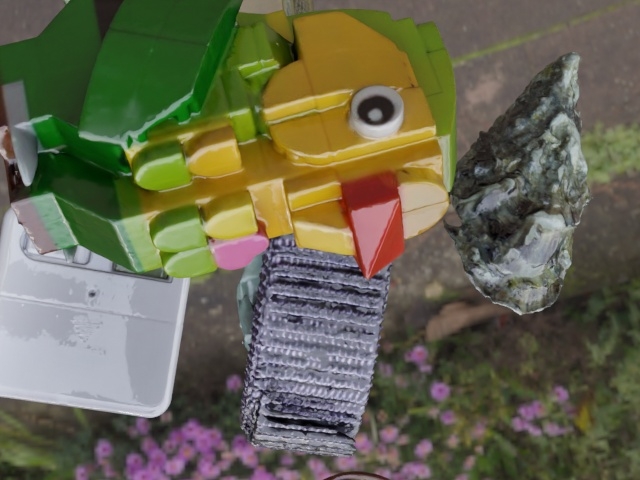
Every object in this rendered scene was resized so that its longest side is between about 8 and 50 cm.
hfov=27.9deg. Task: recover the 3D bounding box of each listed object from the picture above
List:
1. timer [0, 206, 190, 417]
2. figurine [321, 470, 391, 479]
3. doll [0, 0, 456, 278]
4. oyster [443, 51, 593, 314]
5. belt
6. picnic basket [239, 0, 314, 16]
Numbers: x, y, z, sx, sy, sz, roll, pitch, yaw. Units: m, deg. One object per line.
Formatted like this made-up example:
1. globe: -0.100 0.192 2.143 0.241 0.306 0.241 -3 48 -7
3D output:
1. timer: -0.250 0.076 1.346 0.193 0.194 0.195 10 172 -14
2. figurine: 0.023 0.170 0.588 0.082 0.098 0.154 8 113 16
3. doll: -0.038 -0.049 0.492 0.186 0.134 0.106 10 149 12
4. oyster: 0.213 -0.049 1.274 0.252 0.199 0.087 -32 166 -26
5. belt: 0.000 0.000 1.006 0.122 0.324 0.260 7 180 -2
6. picnic basket: -0.093 -0.229 1.233 0.165 0.266 0.139 -8 -179 9
